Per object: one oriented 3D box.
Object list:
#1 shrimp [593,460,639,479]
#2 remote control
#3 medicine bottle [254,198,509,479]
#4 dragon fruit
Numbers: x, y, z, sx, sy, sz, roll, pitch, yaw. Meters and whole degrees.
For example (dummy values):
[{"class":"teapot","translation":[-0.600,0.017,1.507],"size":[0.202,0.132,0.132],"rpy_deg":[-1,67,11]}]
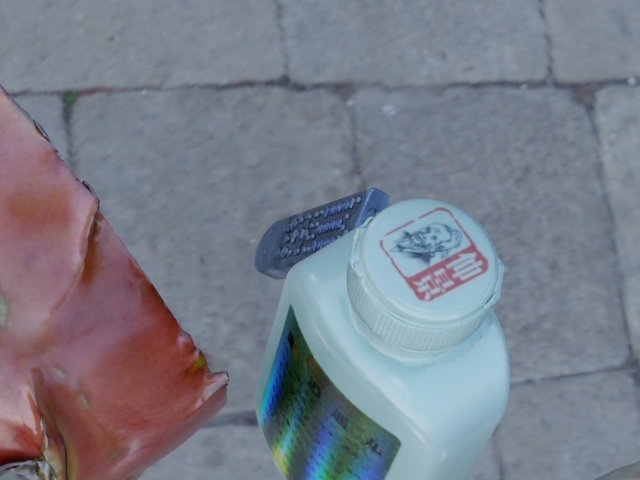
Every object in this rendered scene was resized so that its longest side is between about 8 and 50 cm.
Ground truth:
[{"class":"shrimp","translation":[0.156,0.239,0.725],"size":[0.168,0.077,0.317],"rpy_deg":[6,57,17]},{"class":"remote control","translation":[-0.001,-0.001,0.993],"size":[0.027,0.152,0.043],"rpy_deg":[31,72,-16]},{"class":"medicine bottle","translation":[0.031,0.064,0.799],"size":[0.083,0.229,0.121],"rpy_deg":[-30,69,-23]},{"class":"dragon fruit","translation":[-0.219,0.053,0.917],"size":[0.226,0.305,0.305],"rpy_deg":[-41,101,-12]}]
